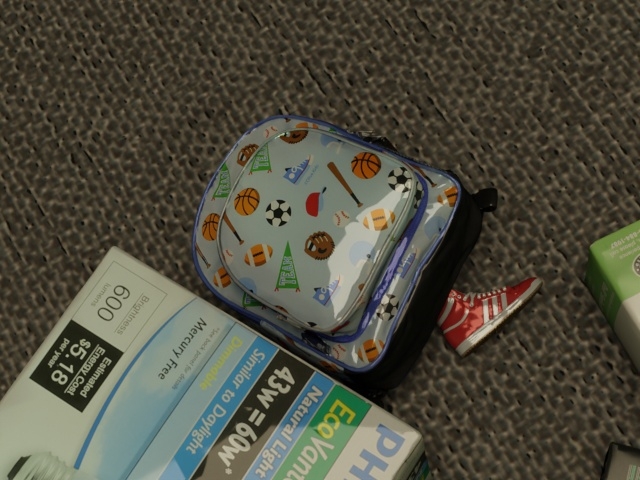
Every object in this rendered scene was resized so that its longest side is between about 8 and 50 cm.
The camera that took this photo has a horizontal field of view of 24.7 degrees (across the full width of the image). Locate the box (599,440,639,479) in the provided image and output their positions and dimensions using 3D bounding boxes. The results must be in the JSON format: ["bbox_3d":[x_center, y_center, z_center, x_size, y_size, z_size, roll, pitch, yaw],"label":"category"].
[{"bbox_3d":[0.323,0.241,1.457,0.083,0.062,0.052,13,71,10],"label":"box"}]

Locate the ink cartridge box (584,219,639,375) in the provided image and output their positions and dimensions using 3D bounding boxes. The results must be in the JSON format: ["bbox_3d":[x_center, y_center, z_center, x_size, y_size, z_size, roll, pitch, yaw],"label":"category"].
[{"bbox_3d":[0.439,0.125,1.456,0.207,0.119,0.353,-26,69,-4],"label":"ink cartridge box"}]

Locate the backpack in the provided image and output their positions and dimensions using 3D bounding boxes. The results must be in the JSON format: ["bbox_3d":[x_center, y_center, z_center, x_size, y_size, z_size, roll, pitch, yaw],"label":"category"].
[{"bbox_3d":[0.000,0.000,1.505,0.263,0.213,0.276,23,78,30],"label":"backpack"}]

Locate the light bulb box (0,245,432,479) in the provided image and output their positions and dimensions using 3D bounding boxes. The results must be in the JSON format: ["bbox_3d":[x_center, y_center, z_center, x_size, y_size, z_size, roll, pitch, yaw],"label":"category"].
[{"bbox_3d":[-0.134,0.265,1.411,0.361,0.225,0.358,29,76,16],"label":"light bulb box"}]

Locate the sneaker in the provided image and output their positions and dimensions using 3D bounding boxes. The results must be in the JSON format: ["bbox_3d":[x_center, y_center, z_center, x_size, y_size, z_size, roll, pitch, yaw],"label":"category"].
[{"bbox_3d":[0.174,0.063,1.546,0.118,0.042,0.067,-39,75,-6],"label":"sneaker"}]
